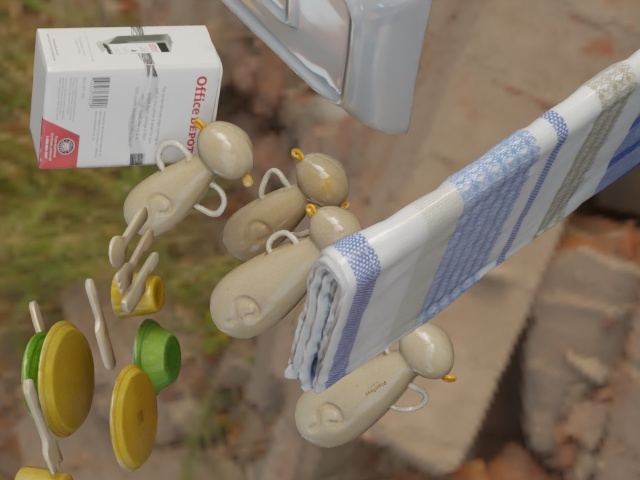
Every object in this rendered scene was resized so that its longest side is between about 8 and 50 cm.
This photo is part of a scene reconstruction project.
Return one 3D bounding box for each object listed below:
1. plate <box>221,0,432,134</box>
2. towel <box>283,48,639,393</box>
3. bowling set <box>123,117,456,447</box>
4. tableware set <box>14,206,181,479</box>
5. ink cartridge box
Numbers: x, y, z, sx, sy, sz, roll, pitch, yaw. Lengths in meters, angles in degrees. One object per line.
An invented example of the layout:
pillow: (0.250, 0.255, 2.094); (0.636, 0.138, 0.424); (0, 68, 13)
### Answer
plate: (-0.032, -0.215, 1.461); (0.278, 0.045, 0.277); (45, 165, 13)
towel: (0.102, -0.025, 1.064); (0.034, 0.285, 0.209); (51, 163, 13)
bowling set: (0.000, 0.000, 1.517); (0.154, 0.200, 0.287); (-37, 97, 31)
tableware set: (-0.098, 0.061, 0.816); (0.154, 0.024, 0.104); (-66, -31, -55)
ink cartridge box: (-0.152, -0.111, 1.454); (0.056, 0.135, 0.099); (-111, 25, -45)
